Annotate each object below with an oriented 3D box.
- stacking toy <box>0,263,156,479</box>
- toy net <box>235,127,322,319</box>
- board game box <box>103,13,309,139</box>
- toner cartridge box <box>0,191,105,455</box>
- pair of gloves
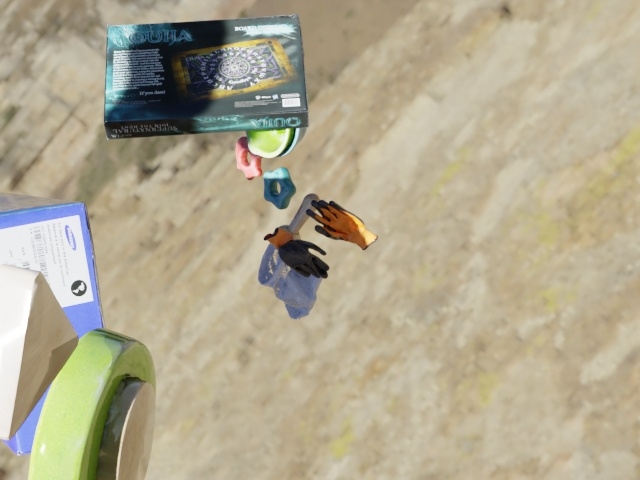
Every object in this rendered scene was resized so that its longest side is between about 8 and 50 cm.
[{"bbox_3d":[-0.112,0.179,0.744,0.309,0.130,0.280,68,-145,-71],"label":"stacking toy"},{"bbox_3d":[-0.052,-0.035,1.367,0.045,0.232,0.122,-10,11,-42],"label":"toy net"},{"bbox_3d":[-0.107,-0.154,1.297,0.026,0.186,0.126,89,177,-54],"label":"board game box"},{"bbox_3d":[-0.245,0.049,1.082,0.348,0.075,0.165,-171,74,-66],"label":"toner cartridge box"},{"bbox_3d":[0.000,0.000,1.235,0.083,0.074,0.010,-36,35,26],"label":"pair of gloves"}]
